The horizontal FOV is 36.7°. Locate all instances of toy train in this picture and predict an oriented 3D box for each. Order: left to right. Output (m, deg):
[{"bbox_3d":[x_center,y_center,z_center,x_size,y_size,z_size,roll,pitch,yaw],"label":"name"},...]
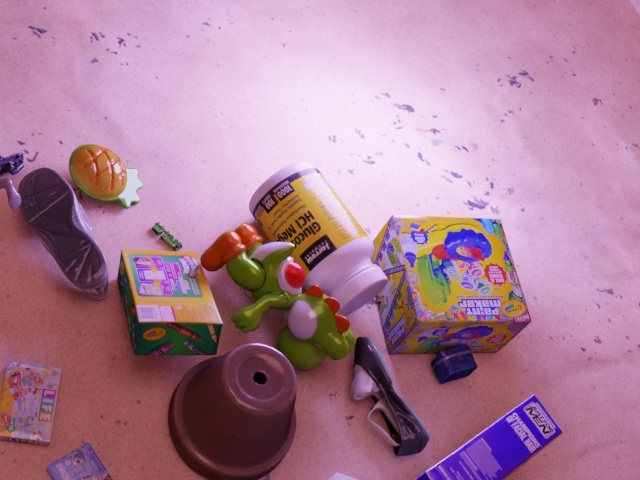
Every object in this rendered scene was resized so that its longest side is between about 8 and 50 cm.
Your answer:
[{"bbox_3d":[-0.342,-0.008,2.149,0.083,0.017,0.024,42,62,8],"label":"toy train"}]

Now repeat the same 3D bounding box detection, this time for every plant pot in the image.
[{"bbox_3d":[-0.147,0.312,1.882,0.263,0.229,0.263,12,53,-16],"label":"plant pot"}]

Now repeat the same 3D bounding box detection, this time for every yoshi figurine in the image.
[{"bbox_3d":[-0.095,0.144,2.052,0.362,0.203,0.203,43,71,8],"label":"yoshi figurine"}]

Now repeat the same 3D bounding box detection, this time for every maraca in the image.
[{"bbox_3d":[-0.474,-0.142,2.136,0.185,0.099,0.127,29,58,-35],"label":"maraca"}]

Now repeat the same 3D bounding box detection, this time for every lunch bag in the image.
[{"bbox_3d":[0.299,0.279,2.192,0.098,0.067,0.065,-11,62,-27],"label":"lunch bag"}]

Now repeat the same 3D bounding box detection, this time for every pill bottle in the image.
[{"bbox_3d":[0.000,0.000,2.178,0.188,0.188,0.334,-25,70,-34],"label":"pill bottle"}]

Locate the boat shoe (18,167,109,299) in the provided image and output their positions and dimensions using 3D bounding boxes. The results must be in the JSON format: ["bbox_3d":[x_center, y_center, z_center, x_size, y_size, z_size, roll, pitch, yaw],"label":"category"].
[{"bbox_3d":[-0.538,-0.016,2.031,0.118,0.103,0.320,-32,67,-16],"label":"boat shoe"}]

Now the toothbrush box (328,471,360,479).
[{"bbox_3d":[0.043,0.602,1.738,0.206,0.122,0.283,-35,116,-38],"label":"toothbrush box"}]

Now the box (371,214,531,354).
[{"bbox_3d":[0.291,0.105,2.239,0.290,0.177,0.279,1,59,-22],"label":"box"}]

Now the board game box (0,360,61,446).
[{"bbox_3d":[-0.557,0.310,1.837,0.103,0.026,0.154,11,55,-17],"label":"board game box"}]

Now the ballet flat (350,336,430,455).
[{"bbox_3d":[0.128,0.338,2.069,0.096,0.095,0.280,-25,70,-21],"label":"ballet flat"}]

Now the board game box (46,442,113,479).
[{"bbox_3d":[-0.449,0.438,1.801,0.090,0.020,0.090,-29,72,-33],"label":"board game box"}]

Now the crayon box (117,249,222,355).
[{"bbox_3d":[-0.311,0.121,1.959,0.165,0.081,0.278,3,29,-21],"label":"crayon box"}]

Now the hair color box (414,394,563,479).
[{"bbox_3d":[0.326,0.469,2.003,0.339,0.185,0.110,-27,72,-34],"label":"hair color box"}]

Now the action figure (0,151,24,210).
[{"bbox_3d":[-0.743,-0.161,1.961,0.341,0.178,0.330,-25,42,-38],"label":"action figure"}]
